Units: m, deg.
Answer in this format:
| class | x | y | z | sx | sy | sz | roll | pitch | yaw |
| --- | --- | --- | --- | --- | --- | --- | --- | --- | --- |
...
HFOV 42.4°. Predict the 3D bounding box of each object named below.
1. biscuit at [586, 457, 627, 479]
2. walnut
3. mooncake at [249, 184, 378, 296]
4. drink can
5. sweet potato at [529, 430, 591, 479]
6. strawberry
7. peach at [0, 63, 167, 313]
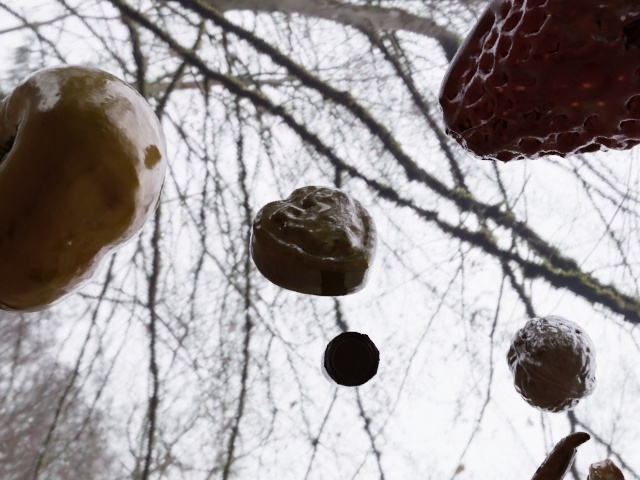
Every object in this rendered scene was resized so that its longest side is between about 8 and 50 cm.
| class | x | y | z | sx | sy | sz | roll | pitch | yaw |
| --- | --- | --- | --- | --- | --- | --- | --- | --- | --- |
| biscuit | 0.318 | 0.344 | 0.789 | 0.044 | 0.288 | 0.202 | -13 | -50 | -3 |
| walnut | 0.441 | 0.239 | 1.564 | 0.178 | 0.230 | 0.178 | 1 | -76 | 3 |
| mooncake | 0.000 | 0.000 | 1.500 | 0.235 | 0.235 | 0.117 | 27 | -48 | 16 |
| drink can | 0.049 | 0.214 | 1.460 | 0.097 | 0.097 | 0.235 | 42 | -9 | 5 |
| sweet potato | 0.259 | 0.313 | 0.984 | 0.050 | 0.050 | 0.214 | 24 | -70 | 18 |
| strawberry | 0.328 | -0.228 | 1.097 | 0.345 | 0.295 | 0.317 | -36 | -115 | 25 |
| peach | -0.259 | -0.052 | 0.784 | 0.251 | 0.251 | 0.153 | -21 | -50 | 36 |
